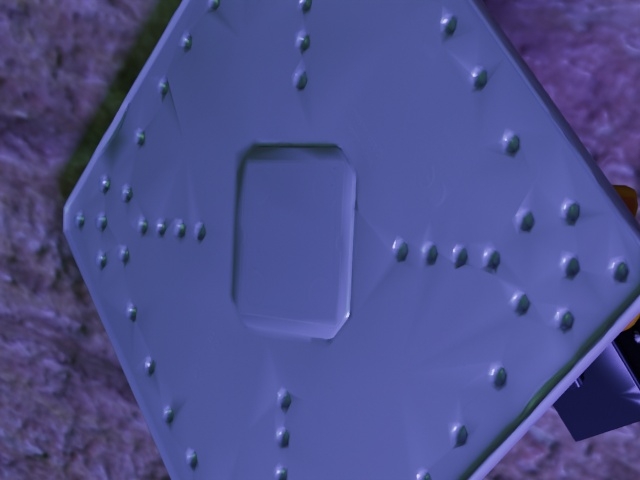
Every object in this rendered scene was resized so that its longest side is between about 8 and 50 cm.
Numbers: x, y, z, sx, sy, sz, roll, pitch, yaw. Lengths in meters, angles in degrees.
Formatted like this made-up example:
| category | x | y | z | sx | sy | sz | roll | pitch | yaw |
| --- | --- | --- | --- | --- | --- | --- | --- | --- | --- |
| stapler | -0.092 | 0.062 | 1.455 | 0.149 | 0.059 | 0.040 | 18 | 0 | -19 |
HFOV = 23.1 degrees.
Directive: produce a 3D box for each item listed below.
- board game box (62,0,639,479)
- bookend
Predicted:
| category | x | y | z | sx | sy | sz | roll | pitch | yaw |
| --- | --- | --- | --- | --- | --- | --- | --- | --- | --- |
| board game box | 0.000 | 0.000 | 0.946 | 0.390 | 0.050 | 0.390 | -54 | 51 | 35 |
| bookend | 0.156 | 0.064 | 0.972 | 0.072 | 0.157 | 0.156 | -24 | 104 | 33 |
